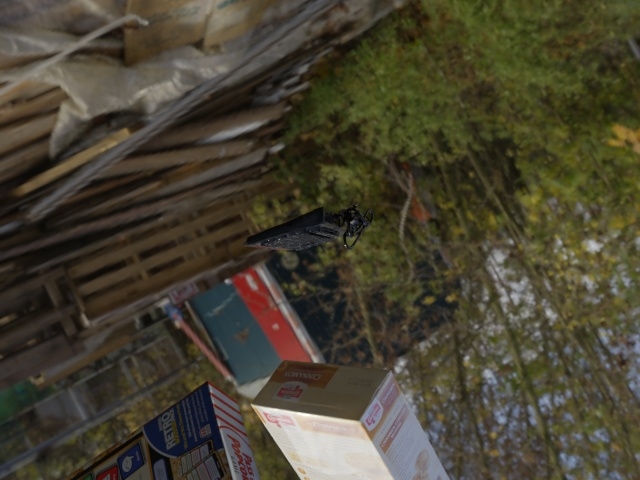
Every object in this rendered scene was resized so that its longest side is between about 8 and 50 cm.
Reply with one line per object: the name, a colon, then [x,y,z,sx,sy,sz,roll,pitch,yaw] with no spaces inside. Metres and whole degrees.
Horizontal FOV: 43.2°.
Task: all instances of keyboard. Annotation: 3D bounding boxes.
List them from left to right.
keyboard: [0.000,0.000,0.734,0.100,0.038,0.192,-23,176,8]

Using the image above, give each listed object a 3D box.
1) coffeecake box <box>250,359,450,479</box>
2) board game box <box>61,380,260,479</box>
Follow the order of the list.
coffeecake box: [0.036,0.214,0.826,0.142,0.185,0.068,-1,-142,41]
board game box: [-0.133,0.217,0.597,0.193,0.146,0.045,-34,133,9]
